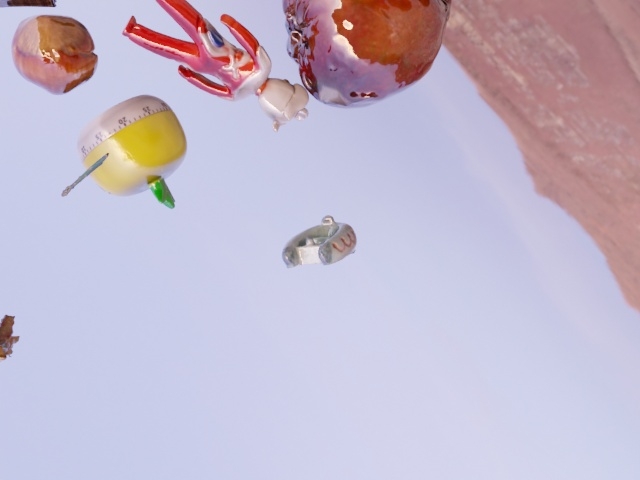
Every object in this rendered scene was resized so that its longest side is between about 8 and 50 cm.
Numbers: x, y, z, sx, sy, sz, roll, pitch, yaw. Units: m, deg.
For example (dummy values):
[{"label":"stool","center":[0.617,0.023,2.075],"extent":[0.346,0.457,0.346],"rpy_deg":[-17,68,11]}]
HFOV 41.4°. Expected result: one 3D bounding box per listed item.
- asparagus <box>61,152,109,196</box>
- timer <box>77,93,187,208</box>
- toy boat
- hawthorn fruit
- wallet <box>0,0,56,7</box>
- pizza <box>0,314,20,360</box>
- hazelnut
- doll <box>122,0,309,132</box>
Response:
[{"label":"asparagus","center":[-0.473,-0.130,1.698],"extent":[0.016,0.166,0.013],"rpy_deg":[6,-123,-53]},{"label":"timer","center":[-0.436,-0.193,2.089],"extent":[0.285,0.285,0.285],"rpy_deg":[41,-161,-17]},{"label":"toy boat","center":[0.000,0.000,1.687],"extent":[0.207,0.134,0.079],"rpy_deg":[-30,-70,-65]},{"label":"hawthorn fruit","center":[0.083,-0.409,1.631],"extent":[0.324,0.308,0.308],"rpy_deg":[1,-135,-38]},{"label":"wallet","center":[-0.566,-0.484,1.564],"extent":[0.230,0.124,0.042],"rpy_deg":[129,140,-78]},{"label":"pizza","center":[-0.554,0.154,1.246],"extent":[0.228,0.289,0.082],"rpy_deg":[-7,-95,-44]},{"label":"hazelnut","center":[-0.564,-0.392,1.799],"extent":[0.182,0.182,0.182],"rpy_deg":[41,-161,-17]},{"label":"doll","center":[-0.179,-0.336,1.606],"extent":[0.384,0.188,0.099],"rpy_deg":[35,-128,-21]}]
